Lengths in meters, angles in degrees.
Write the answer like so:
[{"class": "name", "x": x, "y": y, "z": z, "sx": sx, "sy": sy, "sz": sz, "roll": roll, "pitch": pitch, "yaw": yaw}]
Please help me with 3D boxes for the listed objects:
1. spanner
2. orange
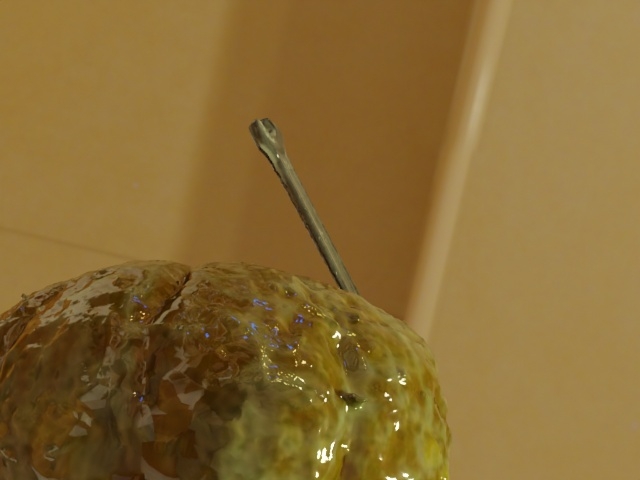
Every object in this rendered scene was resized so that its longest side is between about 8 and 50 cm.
[{"class": "spanner", "x": 0.000, "y": 0.000, "z": 1.469, "sx": 0.302, "sy": 0.017, "sz": 0.071, "roll": 62, "pitch": 19, "yaw": 10}, {"class": "orange", "x": -0.098, "y": 0.144, "z": 0.956, "sx": 0.210, "sy": 0.369, "sz": 0.270, "roll": 49, "pitch": 46, "yaw": -78}]
